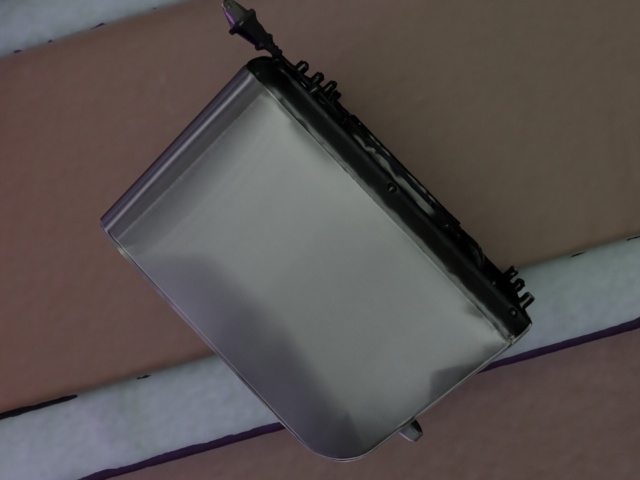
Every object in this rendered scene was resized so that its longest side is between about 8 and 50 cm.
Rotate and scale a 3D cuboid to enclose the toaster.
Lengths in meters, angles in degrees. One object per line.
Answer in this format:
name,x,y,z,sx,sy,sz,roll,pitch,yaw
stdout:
toaster,0.000,0.000,0.580,0.110,0.168,0.185,-44,89,6
